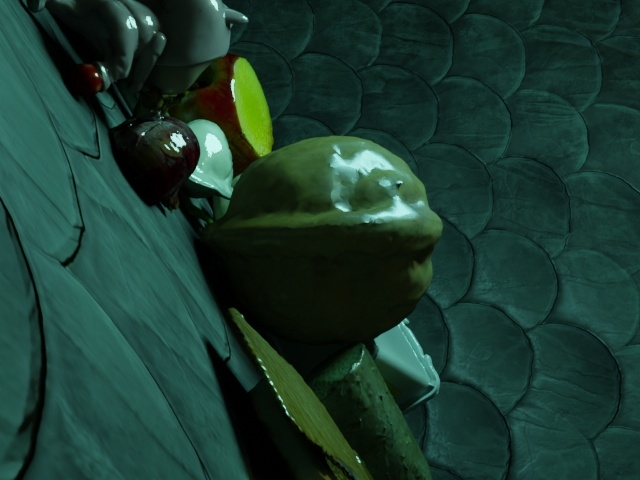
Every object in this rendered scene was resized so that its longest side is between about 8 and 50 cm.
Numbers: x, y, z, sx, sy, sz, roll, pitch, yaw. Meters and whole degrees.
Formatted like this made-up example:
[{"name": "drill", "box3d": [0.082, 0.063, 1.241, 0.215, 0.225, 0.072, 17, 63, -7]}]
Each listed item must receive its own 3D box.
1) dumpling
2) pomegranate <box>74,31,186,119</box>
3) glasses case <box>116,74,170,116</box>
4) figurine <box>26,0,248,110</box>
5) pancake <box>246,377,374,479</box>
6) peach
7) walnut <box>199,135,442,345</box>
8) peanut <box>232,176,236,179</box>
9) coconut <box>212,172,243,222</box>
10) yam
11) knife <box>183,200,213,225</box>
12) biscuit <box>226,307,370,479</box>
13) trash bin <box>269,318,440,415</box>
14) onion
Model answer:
[{"name": "dumpling", "box3d": [-0.202, -0.127, 1.492, 0.166, 0.126, 0.216, 53, -16, 6]}, {"name": "pomegranate", "box3d": [-0.285, -0.357, 1.387, 0.260, 0.261, 0.340, -118, -151, -71]}, {"name": "glasses case", "box3d": [-0.325, -0.255, 1.572, 0.077, 0.039, 0.184, 60, 0, 4]}, {"name": "figurine", "box3d": [-0.252, -0.282, 1.176, 0.176, 0.287, 0.186, 28, -57, 30]}, {"name": "pancake", "box3d": [0.027, 0.336, 1.088, 0.382, 0.071, 0.382, 58, 1, -1]}, {"name": "peach", "box3d": [-0.216, -0.266, 1.868, 0.245, 0.248, 0.274, 4, -37, 41]}, {"name": "walnut", "box3d": [0.012, 0.007, 1.423, 0.383, 0.384, 0.383, 60, 1, -1]}, {"name": "peanut", "box3d": [-0.141, -0.116, 1.997, 0.313, 0.152, 0.152, 4, -50, 56]}, {"name": "coconut", "box3d": [-0.118, -0.052, 1.703, 0.224, 0.224, 0.224, 60, 1, -1]}, {"name": "yam", "box3d": [0.062, 0.306, 1.344, 0.268, 0.161, 0.161, 60, 0, -17]}, {"name": "knife", "box3d": [-0.212, -0.037, 1.533, 0.078, 0.023, 0.166, 55, -2, 23]}, {"name": "biscuit", "box3d": [-0.019, 0.199, 1.021, 0.232, 0.013, 0.237, 51, 1, -39]}, {"name": "trash bin", "box3d": [0.053, 0.223, 1.730, 0.296, 0.256, 0.368, 62, 10, 26]}, {"name": "onion", "box3d": [-0.219, -0.121, 1.205, 0.151, 0.098, 0.206, 58, 1, -24]}]
